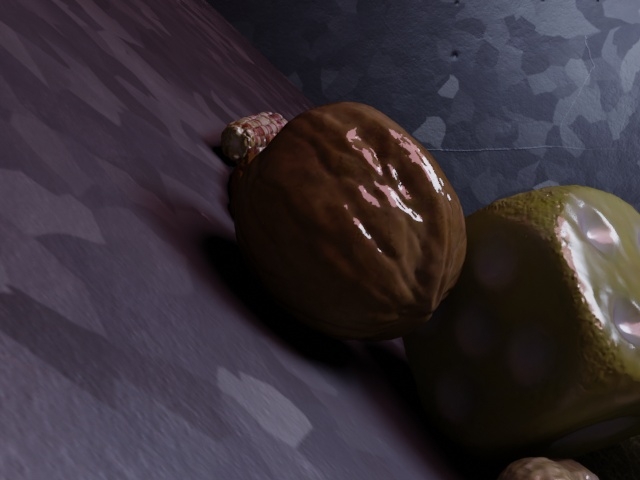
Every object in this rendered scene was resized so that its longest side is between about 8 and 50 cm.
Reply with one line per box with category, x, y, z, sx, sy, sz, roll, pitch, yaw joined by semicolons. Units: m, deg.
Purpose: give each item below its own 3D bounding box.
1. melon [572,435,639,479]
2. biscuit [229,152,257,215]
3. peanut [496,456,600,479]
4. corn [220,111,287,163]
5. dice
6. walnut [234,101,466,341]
melon;0.404;0.260;1.126;0.302;0.237;0.237;46;10;24
biscuit;0.001;-0.001;1.151;0.262;0.052;0.277;41;10;-13
peanut;0.204;0.240;0.843;0.098;0.090;0.214;43;10;29
corn;-0.090;-0.142;1.325;0.079;0.079;0.237;44;12;3
dice;0.241;0.092;0.986;0.238;0.226;0.233;8;56;-42
walnut;0.030;-0.012;0.881;0.228;0.228;0.228;42;10;-9
